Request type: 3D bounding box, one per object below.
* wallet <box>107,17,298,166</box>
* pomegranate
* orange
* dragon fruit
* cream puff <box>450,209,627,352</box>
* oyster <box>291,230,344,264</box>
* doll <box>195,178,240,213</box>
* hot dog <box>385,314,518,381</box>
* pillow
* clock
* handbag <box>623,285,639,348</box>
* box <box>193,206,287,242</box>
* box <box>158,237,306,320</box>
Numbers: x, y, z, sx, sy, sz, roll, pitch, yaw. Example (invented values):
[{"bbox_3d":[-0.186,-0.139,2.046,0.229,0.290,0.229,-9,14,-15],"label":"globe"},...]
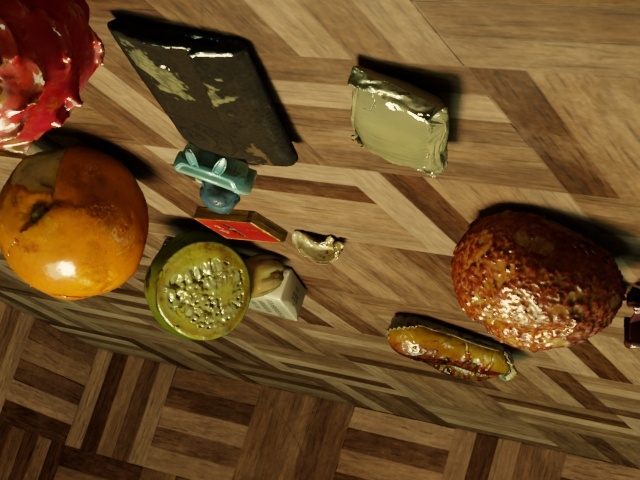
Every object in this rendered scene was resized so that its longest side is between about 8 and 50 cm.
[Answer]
[{"bbox_3d":[-0.135,-0.170,1.621,0.171,0.044,0.321,16,166,15],"label":"wallet"},{"bbox_3d":[-0.200,0.059,2.388,0.190,0.241,0.159,56,174,-19],"label":"pomegranate"},{"bbox_3d":[-0.382,-0.028,2.069,0.240,0.240,0.240,16,166,4],"label":"orange"},{"bbox_3d":[-0.334,-0.206,1.425,0.210,0.205,0.268,4,-155,-11],"label":"dragon fruit"},{"bbox_3d":[0.282,0.061,1.790,0.240,0.163,0.240,15,170,3],"label":"cream puff"},{"bbox_3d":[0.000,0.000,2.178,0.083,0.038,0.080,44,140,6],"label":"oyster"},{"bbox_3d":[-0.154,-0.071,2.021,0.076,0.050,0.083,22,168,0],"label":"doll"},{"bbox_3d":[0.246,0.213,2.571,0.271,0.081,0.162,18,168,-8],"label":"hot dog"},{"bbox_3d":[0.088,-0.128,1.494,0.119,0.053,0.208,19,167,8],"label":"pillow"},{"bbox_3d":[-0.147,-0.100,1.842,0.108,0.045,0.147,19,180,5],"label":"clock"},{"bbox_3d":[0.506,0.122,1.801,0.203,0.073,0.216,12,-174,12],"label":"handbag"},{"bbox_3d":[-0.132,-0.025,2.221,0.133,0.023,0.090,5,160,39],"label":"box"},{"bbox_3d":[-0.168,0.074,2.547,0.259,0.071,0.168,12,166,15],"label":"box"}]
